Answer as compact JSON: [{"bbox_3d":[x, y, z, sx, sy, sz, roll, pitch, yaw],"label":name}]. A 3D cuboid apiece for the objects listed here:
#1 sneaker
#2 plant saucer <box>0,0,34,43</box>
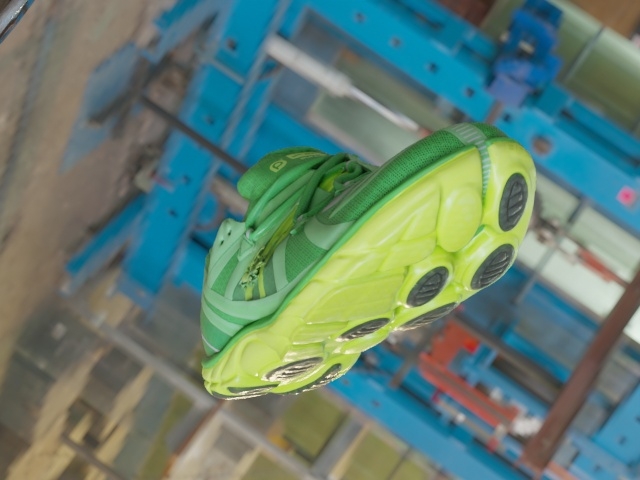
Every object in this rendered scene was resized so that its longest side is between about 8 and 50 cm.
[{"bbox_3d":[0.000,0.000,0.806,0.109,0.124,0.295,-7,164,-31],"label":"sneaker"},{"bbox_3d":[-0.144,-0.087,0.397,0.199,0.198,0.036,-53,154,-15],"label":"plant saucer"}]
